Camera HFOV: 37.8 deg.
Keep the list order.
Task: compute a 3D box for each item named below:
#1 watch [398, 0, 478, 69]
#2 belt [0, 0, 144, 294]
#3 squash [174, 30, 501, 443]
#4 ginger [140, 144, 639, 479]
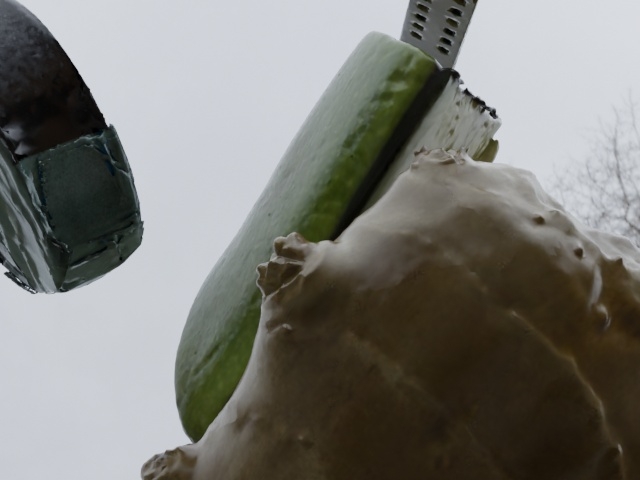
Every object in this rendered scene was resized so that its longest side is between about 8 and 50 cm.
[{"bbox_3d":[0.106,-0.231,0.601,0.102,0.164,0.268,21,-17,3],"label":"watch"},{"bbox_3d":[-0.133,-0.043,0.409,0.105,0.058,0.140,-21,-78,56],"label":"belt"},{"bbox_3d":[0.000,0.000,0.578,0.093,0.169,0.252,36,-80,20],"label":"squash"},{"bbox_3d":[0.021,0.141,0.451,0.236,0.166,0.375,30,-66,-22],"label":"ginger"}]
